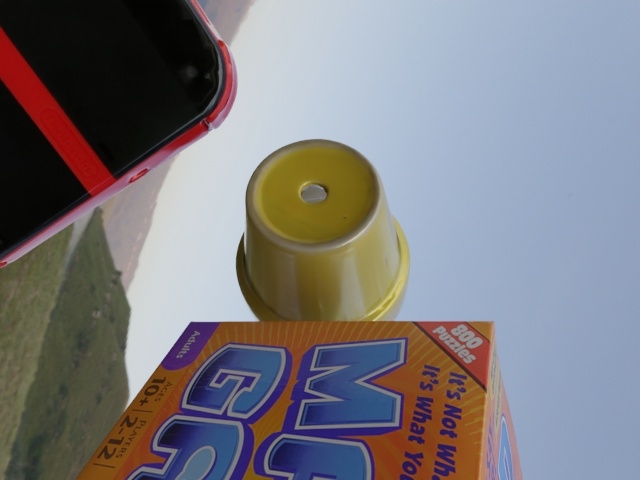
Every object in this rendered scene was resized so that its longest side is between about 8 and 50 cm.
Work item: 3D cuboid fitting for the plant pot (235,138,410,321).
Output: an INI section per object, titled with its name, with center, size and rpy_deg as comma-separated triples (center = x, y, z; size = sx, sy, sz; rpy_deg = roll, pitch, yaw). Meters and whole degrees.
[plant pot]
center = 0.000, 0.000, 0.692
size = 0.239, 0.254, 0.254
rpy_deg = 84, 13, -59

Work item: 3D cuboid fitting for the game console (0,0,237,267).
[game console]
center = -0.305, -0.210, 0.479
size = 0.342, 0.386, 0.060
rpy_deg = -34, -168, -1

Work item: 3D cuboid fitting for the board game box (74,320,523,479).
[board game box]
center = -0.002, 0.327, 0.495
size = 0.357, 0.356, 0.356
rpy_deg = -5, -147, 25
